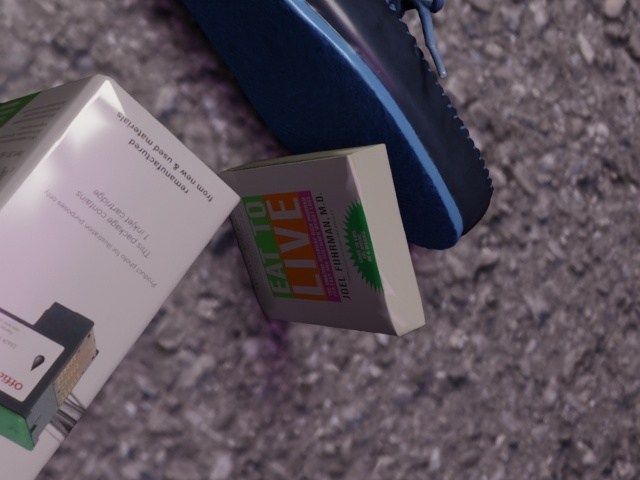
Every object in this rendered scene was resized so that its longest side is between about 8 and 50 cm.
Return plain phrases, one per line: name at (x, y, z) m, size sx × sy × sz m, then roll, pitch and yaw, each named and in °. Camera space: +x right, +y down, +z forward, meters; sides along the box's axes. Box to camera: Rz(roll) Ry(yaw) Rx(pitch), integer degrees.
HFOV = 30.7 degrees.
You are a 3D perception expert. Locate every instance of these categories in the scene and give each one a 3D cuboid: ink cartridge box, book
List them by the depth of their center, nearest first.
ink cartridge box at (-0.162, 0.038, 0.542) m, size 0.092 × 0.160 × 0.219 m, roll 43°, pitch 71°, yaw -25°
book at (0.000, 0.000, 0.644) m, size 0.035 × 0.144 × 0.096 m, roll -19°, pitch 99°, yaw -29°

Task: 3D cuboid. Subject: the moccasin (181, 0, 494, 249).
moccasin at (0.002, -0.148, 0.653) m, size 0.117 × 0.138 × 0.342 m, roll -47°, pitch 113°, yaw -26°
